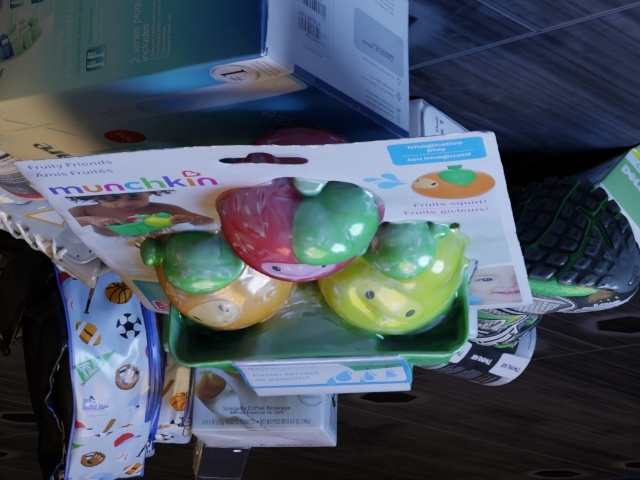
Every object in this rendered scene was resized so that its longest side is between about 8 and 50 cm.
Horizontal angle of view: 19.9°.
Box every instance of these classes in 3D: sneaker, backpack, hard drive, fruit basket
[{"bbox_3d":[-0.257,-0.017,1.784,0.262,0.121,0.099,4,163,-8],"label":"sneaker"},{"bbox_3d":[-0.240,0.116,1.989,0.213,0.276,0.263,-15,147,-16],"label":"backpack"},{"bbox_3d":[-0.113,0.149,2.142,0.064,0.236,0.339,3,165,-5],"label":"hard drive"},{"bbox_3d":[0.192,0.029,1.746,0.146,0.134,0.343,56,156,-20],"label":"sneaker"},{"bbox_3d":[-0.017,0.009,1.340,0.327,0.165,0.353,-3,165,9],"label":"fruit basket"}]

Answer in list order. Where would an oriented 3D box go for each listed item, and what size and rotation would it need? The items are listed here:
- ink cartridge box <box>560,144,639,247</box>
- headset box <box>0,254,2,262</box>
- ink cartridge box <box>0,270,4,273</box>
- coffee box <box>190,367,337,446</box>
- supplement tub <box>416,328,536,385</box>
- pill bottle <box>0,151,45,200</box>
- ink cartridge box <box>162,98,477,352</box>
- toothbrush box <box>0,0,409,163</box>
[{"bbox_3d":[0.288,-0.019,1.742,0.109,0.062,0.209,50,149,-8],"label":"ink cartridge box"},{"bbox_3d":[-0.463,0.107,1.998,0.110,0.293,0.218,33,158,-3],"label":"headset box"},{"bbox_3d":[-0.370,0.071,2.222,0.122,0.052,0.088,-10,161,29],"label":"ink cartridge box"},{"bbox_3d":[-0.055,0.086,1.895,0.141,0.246,0.098,-2,162,9],"label":"coffee box"},{"bbox_3d":[0.161,0.104,2.174,0.117,0.117,0.190,-12,160,39],"label":"supplement tub"},{"bbox_3d":[-0.262,-0.108,1.493,0.108,0.108,0.180,-4,163,17],"label":"pill bottle"},{"bbox_3d":[0.000,0.000,1.673,0.278,0.201,0.117,-9,162,30],"label":"ink cartridge box"},{"bbox_3d":[-0.110,-0.137,1.345,0.296,0.126,0.216,-6,164,28],"label":"toothbrush box"}]
